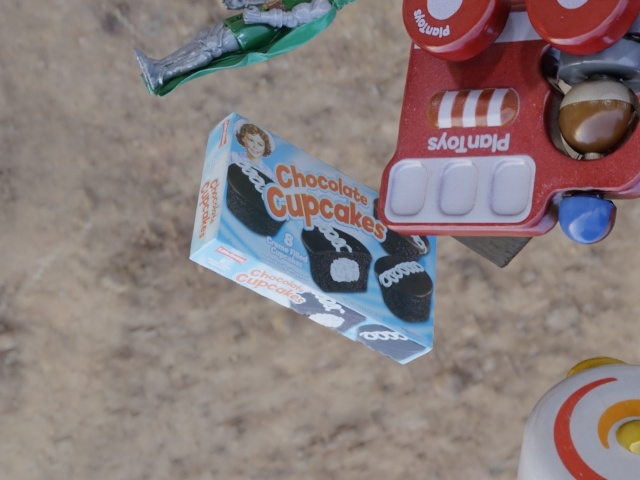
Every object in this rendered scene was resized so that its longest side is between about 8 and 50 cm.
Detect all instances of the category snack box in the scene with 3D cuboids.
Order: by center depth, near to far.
[{"bbox_3d":[0.000,0.000,1.814,0.322,0.187,0.060,27,139,-28],"label":"snack box"}]

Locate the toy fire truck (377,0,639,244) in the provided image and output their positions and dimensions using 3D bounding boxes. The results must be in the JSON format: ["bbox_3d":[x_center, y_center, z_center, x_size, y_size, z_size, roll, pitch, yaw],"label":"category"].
[{"bbox_3d":[0.202,-0.121,1.383,0.302,0.254,0.169,2,169,34],"label":"toy fire truck"}]

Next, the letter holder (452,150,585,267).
[{"bbox_3d":[0.226,-0.126,1.715,0.214,0.152,0.302,-57,177,-15],"label":"letter holder"}]

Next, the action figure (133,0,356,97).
[{"bbox_3d":[-0.067,-0.209,1.507,0.232,0.137,0.063,-24,114,-9],"label":"action figure"}]

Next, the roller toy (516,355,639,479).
[{"bbox_3d":[0.265,0.205,1.303,0.209,0.191,0.146,-46,149,-38],"label":"roller toy"}]
